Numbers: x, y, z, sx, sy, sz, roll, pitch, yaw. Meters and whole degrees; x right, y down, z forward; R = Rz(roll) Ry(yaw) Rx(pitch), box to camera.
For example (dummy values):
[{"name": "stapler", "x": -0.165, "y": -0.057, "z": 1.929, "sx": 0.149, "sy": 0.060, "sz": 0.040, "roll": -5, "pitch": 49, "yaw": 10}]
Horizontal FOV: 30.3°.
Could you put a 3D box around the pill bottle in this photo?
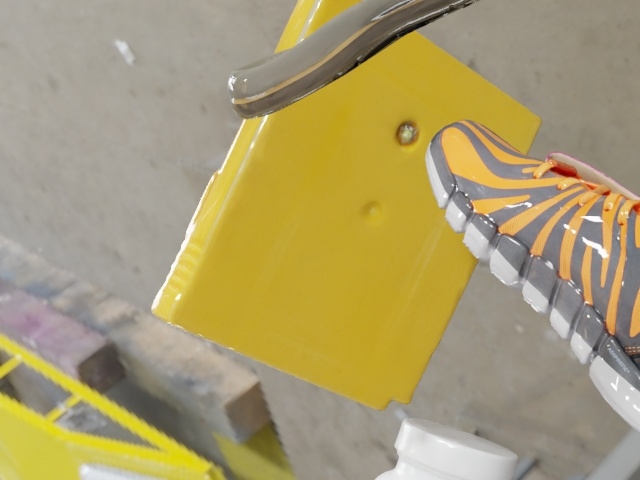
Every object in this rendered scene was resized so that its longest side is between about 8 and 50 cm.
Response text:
[{"name": "pill bottle", "x": 0.106, "y": 0.327, "z": 1.213, "sx": 0.153, "sy": 0.265, "sz": 0.153, "roll": 16, "pitch": -179, "yaw": 0}]

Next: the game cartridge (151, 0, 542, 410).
[{"name": "game cartridge", "x": 0.033, "y": -0.029, "z": 1.063, "sx": 0.285, "sy": 0.324, "sz": 0.052, "roll": 28, "pitch": 178, "yaw": -35}]

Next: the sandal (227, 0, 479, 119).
[{"name": "sandal", "x": 0.046, "y": -0.126, "z": 0.516, "sx": 0.219, "sy": 0.090, "sz": 0.060, "roll": -27, "pitch": 95, "yaw": 20}]

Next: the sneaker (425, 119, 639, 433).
[{"name": "sneaker", "x": 0.219, "y": -0.022, "z": 0.847, "sx": 0.321, "sy": 0.124, "sz": 0.180, "roll": 50, "pitch": 123, "yaw": 30}]

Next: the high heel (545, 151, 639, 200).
[{"name": "high heel", "x": 0.415, "y": -0.023, "z": 1.525, "sx": 0.377, "sy": 0.127, "sz": 0.181, "roll": 5, "pitch": 110, "yaw": 56}]
